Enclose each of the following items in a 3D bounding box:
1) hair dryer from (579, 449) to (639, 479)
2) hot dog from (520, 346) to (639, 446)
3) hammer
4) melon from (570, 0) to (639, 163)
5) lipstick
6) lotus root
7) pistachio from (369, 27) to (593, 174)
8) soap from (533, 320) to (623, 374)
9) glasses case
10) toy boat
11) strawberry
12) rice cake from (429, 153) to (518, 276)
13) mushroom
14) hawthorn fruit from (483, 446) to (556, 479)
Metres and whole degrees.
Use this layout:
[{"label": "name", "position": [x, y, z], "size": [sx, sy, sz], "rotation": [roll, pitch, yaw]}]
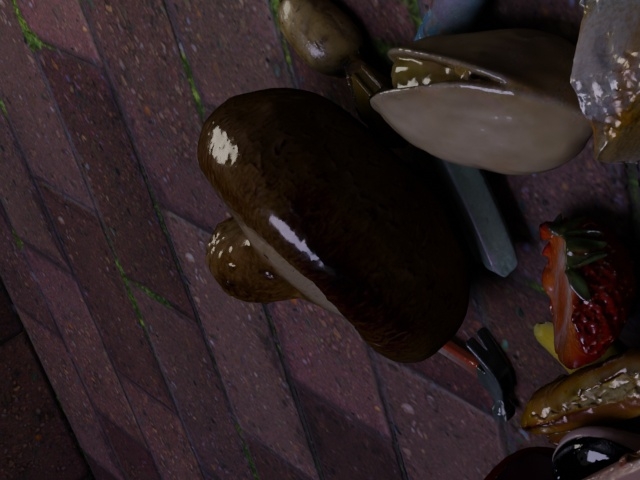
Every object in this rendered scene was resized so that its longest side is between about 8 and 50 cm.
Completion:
[{"label": "hair dryer", "position": [0.278, 0.185, 1.109], "size": [0.189, 0.107, 0.344], "rotation": [50, 135, 1]}, {"label": "hot dog", "position": [0.294, 0.151, 1.246], "size": [0.115, 0.072, 0.269], "rotation": [27, 150, -29]}, {"label": "hammer", "position": [0.123, 0.111, 1.607], "size": [0.287, 0.033, 0.111], "rotation": [31, 146, 41]}, {"label": "melon", "position": [0.245, -0.146, 1.022], "size": [0.139, 0.093, 0.202], "rotation": [53, 151, 23]}, {"label": "lipstick", "position": [0.122, -0.208, 1.204], "size": [0.048, 0.048, 0.158], "rotation": [48, 154, 14]}, {"label": "lotus root", "position": [0.002, -0.212, 1.391], "size": [0.152, 0.063, 0.072], "rotation": [46, 144, 20]}, {"label": "pistachio", "position": [0.147, -0.125, 1.155], "size": [0.223, 0.126, 0.152], "rotation": [12, 174, 44]}, {"label": "soap", "position": [0.290, 0.136, 1.344], "size": [0.168, 0.033, 0.089], "rotation": [50, 145, 9]}, {"label": "glasses case", "position": [0.363, 0.262, 1.228], "size": [0.314, 0.075, 0.122], "rotation": [26, 148, 5]}, {"label": "toy boat", "position": [0.063, -0.137, 1.360], "size": [0.049, 0.047, 0.149], "rotation": [51, 179, 30]}, {"label": "strawberry", "position": [0.249, 0.057, 1.244], "size": [0.187, 0.082, 0.147], "rotation": [88, -178, -55]}, {"label": "rice cake", "position": [0.139, -0.070, 1.334], "size": [0.222, 0.042, 0.080], "rotation": [63, -179, -18]}, {"label": "mushroom", "position": [0.016, -0.019, 1.382], "size": [0.345, 0.345, 0.239], "rotation": [22, 95, 49]}, {"label": "hawthorn fruit", "position": [0.264, 0.301, 1.389], "size": [0.189, 0.251, 0.190], "rotation": [5, 97, 44]}]
